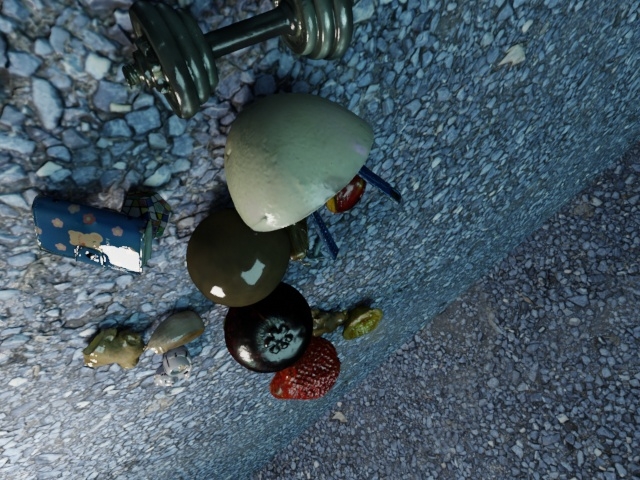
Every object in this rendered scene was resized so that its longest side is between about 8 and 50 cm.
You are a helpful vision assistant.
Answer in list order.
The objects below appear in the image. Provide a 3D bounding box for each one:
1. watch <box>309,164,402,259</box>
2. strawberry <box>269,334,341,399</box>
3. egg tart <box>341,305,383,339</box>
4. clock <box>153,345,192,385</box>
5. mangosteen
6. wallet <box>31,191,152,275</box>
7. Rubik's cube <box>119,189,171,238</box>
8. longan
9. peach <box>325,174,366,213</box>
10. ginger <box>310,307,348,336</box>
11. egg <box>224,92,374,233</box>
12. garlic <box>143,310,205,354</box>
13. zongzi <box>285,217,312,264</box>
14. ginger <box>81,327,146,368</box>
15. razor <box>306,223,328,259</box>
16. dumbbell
[{"bbox_3d":[0.031,-0.104,1.174,0.274,0.068,0.276,33,120,-26],"label":"watch"},{"bbox_3d":[-0.086,0.592,1.902,0.312,0.267,0.351,-48,167,26],"label":"strawberry"},{"bbox_3d":[0.195,0.391,2.110,0.240,0.106,0.241,-24,147,-17],"label":"egg tart"},{"bbox_3d":[-0.496,0.426,1.440,0.117,0.080,0.176,-15,145,-33],"label":"clock"},{"bbox_3d":[-0.168,0.270,1.407,0.300,0.300,0.300,-27,149,-18],"label":"mangosteen"},{"bbox_3d":[-0.431,-0.006,0.831,0.202,0.059,0.141,14,134,-11],"label":"wallet"},{"bbox_3d":[-0.368,-0.053,0.903,0.111,0.111,0.093,-36,177,-3],"label":"Rubik's cube"},{"bbox_3d":[-0.197,0.036,1.057,0.257,0.258,0.258,-27,149,-18],"label":"longan"},{"bbox_3d":[0.068,-0.141,1.252,0.127,0.092,0.172,-14,141,-40],"label":"peach"},{"bbox_3d":[-0.015,0.355,1.869,0.332,0.080,0.166,5,115,-41],"label":"ginger"},{"bbox_3d":[-0.077,-0.187,0.870,0.337,0.337,0.201,-41,121,5],"label":"egg"},{"bbox_3d":[-0.420,0.267,1.278,0.195,0.087,0.102,-24,145,-50],"label":"garlic"},{"bbox_3d":[-0.077,-0.051,1.137,0.084,0.187,0.184,-11,145,-1],"label":"zongzi"},{"bbox_3d":[-0.561,0.309,1.217,0.137,0.074,0.213,-34,146,4],"label":"ginger"},{"bbox_3d":[0.000,0.000,1.437,0.068,0.040,0.135,-12,135,-39],"label":"razor"},{"bbox_3d":[-0.119,-0.334,0.697,0.405,0.179,0.179,-28,149,-17],"label":"dumbbell"}]
